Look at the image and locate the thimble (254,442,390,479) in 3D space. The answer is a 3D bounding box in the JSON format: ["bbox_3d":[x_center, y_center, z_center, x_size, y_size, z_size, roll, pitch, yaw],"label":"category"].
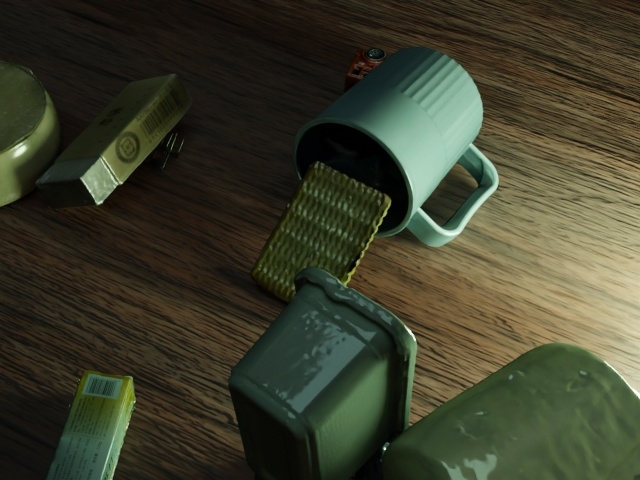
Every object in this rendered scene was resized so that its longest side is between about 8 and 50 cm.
[{"bbox_3d":[0.006,0.344,1.409,0.205,0.172,0.236,-5,50,-5],"label":"thimble"}]

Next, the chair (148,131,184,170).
[{"bbox_3d":[-0.308,-0.178,1.948,0.037,0.042,0.086,25,86,18],"label":"chair"}]

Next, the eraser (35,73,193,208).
[{"bbox_3d":[-0.396,-0.196,1.888,0.144,0.078,0.343,-3,39,36],"label":"eraser"}]

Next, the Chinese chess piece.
[{"bbox_3d":[-0.674,-0.208,1.870,0.338,0.140,0.338,2,47,-2],"label":"Chinese chess piece"}]

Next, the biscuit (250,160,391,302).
[{"bbox_3d":[0.000,0.000,1.734,0.172,0.029,0.254,28,85,18],"label":"biscuit"}]

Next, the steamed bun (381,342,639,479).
[{"bbox_3d":[0.313,0.400,1.298,0.371,0.290,0.456,-29,74,-26],"label":"steamed bun"}]

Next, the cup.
[{"bbox_3d":[0.167,-0.184,1.843,0.331,0.256,0.311,27,50,20],"label":"cup"}]

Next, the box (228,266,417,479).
[{"bbox_3d":[-0.005,0.204,1.228,0.175,0.311,0.182,32,61,24],"label":"box"}]

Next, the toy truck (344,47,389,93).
[{"bbox_3d":[0.180,-0.316,2.063,0.253,0.107,0.114,18,50,13],"label":"toy truck"}]

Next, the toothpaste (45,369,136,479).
[{"bbox_3d":[-0.355,0.341,1.447,0.089,0.071,0.312,9,48,0],"label":"toothpaste"}]
